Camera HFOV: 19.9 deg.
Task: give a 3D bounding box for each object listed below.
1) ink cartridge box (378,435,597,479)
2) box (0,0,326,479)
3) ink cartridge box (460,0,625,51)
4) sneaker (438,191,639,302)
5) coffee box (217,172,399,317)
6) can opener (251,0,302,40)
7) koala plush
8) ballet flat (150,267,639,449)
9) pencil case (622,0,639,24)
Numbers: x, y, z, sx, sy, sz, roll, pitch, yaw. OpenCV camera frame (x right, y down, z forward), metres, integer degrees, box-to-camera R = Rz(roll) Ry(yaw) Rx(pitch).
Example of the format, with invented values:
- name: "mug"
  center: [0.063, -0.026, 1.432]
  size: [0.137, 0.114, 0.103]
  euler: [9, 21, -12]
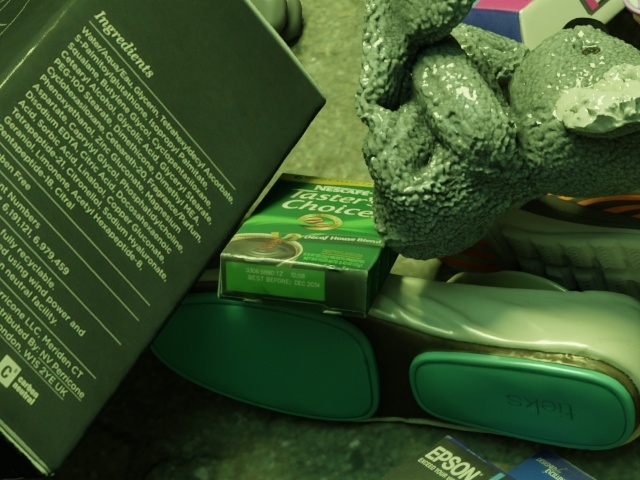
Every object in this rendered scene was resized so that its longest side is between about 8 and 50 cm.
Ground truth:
- name: "ink cartridge box"
  center: [0.057, 0.229, 1.231]
  size: [0.333, 0.065, 0.165]
  euler: [-30, 25, -18]
- name: "box"
  center: [-0.237, -0.026, 1.374]
  size: [0.293, 0.212, 0.395]
  euler: [-12, 36, 49]
- name: "ink cartridge box"
  center: [0.214, -0.231, 1.522]
  size: [0.371, 0.069, 0.176]
  euler: [-43, 21, -11]
- name: "sneaker"
  center: [0.240, -0.047, 1.402]
  size: [0.321, 0.124, 0.180]
  euler: [15, 64, 25]
- name: "coffee box"
  center: [0.000, 0.000, 1.360]
  size: [0.113, 0.040, 0.184]
  euler: [7, 22, 12]
- name: "can opener"
  center: [-0.159, -0.188, 1.667]
  size: [0.283, 0.076, 0.095]
  euler: [5, 91, 19]
- name: "koala plush"
  center: [0.154, -0.082, 1.283]
  size: [0.221, 0.196, 0.203]
  euler: [2, 76, 23]
- name: "ballet flat"
  center: [0.065, 0.070, 1.392]
  size: [0.400, 0.139, 0.139]
  euler: [8, 60, 17]
- name: "pencil case"
  center: [0.296, -0.148, 1.409]
  size: [0.086, 0.206, 0.088]
  euler: [2, 60, 34]
